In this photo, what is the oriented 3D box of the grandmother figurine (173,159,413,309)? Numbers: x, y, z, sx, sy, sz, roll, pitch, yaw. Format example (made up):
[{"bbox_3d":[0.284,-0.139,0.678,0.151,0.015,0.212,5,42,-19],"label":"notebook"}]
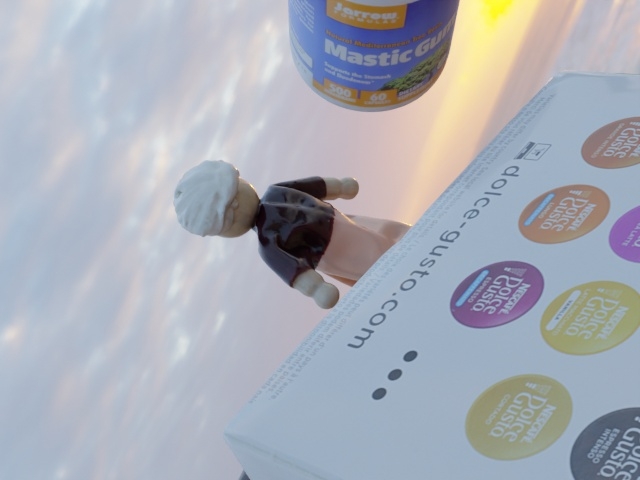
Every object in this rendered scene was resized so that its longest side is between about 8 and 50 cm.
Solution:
[{"bbox_3d":[0.000,0.000,1.303,0.208,0.342,0.104,-87,19,-59],"label":"grandmother figurine"}]

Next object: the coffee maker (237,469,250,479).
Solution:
[{"bbox_3d":[-0.008,0.198,0.990,0.171,0.120,0.178,88,-159,-50],"label":"coffee maker"}]

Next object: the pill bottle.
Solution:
[{"bbox_3d":[0.047,-0.234,0.970,0.272,0.152,0.152,90,-157,-68],"label":"pill bottle"}]

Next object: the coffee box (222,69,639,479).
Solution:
[{"bbox_3d":[0.227,0.142,0.648,0.337,0.334,0.338,-46,-53,-26],"label":"coffee box"}]
